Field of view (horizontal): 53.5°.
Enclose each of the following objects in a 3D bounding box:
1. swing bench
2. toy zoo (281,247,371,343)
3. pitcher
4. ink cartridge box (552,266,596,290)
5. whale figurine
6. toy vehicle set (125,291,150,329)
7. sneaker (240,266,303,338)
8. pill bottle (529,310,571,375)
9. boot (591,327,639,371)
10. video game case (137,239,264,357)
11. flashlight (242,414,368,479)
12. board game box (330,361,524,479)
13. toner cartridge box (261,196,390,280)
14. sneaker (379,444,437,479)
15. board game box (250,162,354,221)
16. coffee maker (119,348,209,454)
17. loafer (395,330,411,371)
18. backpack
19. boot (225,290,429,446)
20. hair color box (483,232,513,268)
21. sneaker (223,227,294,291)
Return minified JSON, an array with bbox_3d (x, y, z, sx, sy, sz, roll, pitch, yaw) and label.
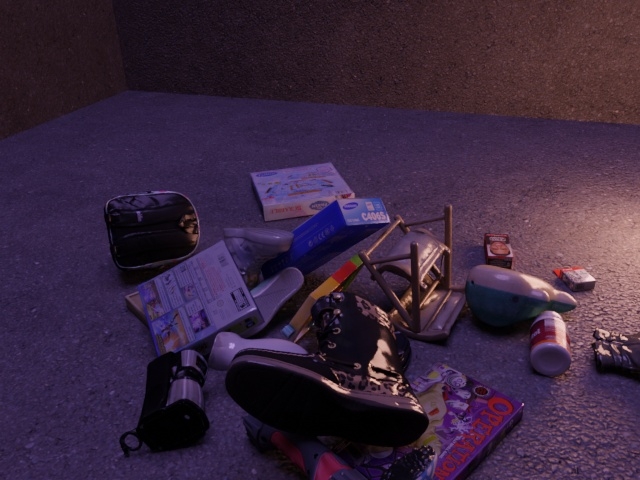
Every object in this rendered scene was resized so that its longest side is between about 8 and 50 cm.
[{"bbox_3d":[0.249,0.081,1.576,0.165,0.255,0.253,-11,18,34],"label":"swing bench"},{"bbox_3d":[0.001,0.148,1.509,0.030,0.192,0.293,40,40,10],"label":"toy zoo"},{"bbox_3d":[-0.110,0.266,1.367,0.207,0.125,0.178,15,-2,20],"label":"pitcher"},{"bbox_3d":[0.686,0.094,1.720,0.062,0.029,0.115,-6,28,-7],"label":"ink cartridge box"},{"bbox_3d":[0.482,0.149,1.550,0.272,0.141,0.216,14,1,-18],"label":"whale figurine"},{"bbox_3d":[-0.360,0.148,1.692,0.267,0.035,0.166,-21,33,-33],"label":"toy vehicle set"},{"bbox_3d":[-0.157,0.171,1.608,0.256,0.094,0.151,-37,-2,-17],"label":"sneaker"},{"bbox_3d":[0.512,0.225,1.419,0.086,0.086,0.152,6,28,16],"label":"pill bottle"},{"bbox_3d":[0.669,0.268,1.351,0.161,0.083,0.246,-2,21,17],"label":"boot"},{"bbox_3d":[-0.292,0.151,1.517,0.244,0.061,0.269,-28,44,-6],"label":"video game case"},{"bbox_3d":[-0.034,0.393,1.134,0.103,0.103,0.304,-20,27,-33],"label":"flashlight"},{"bbox_3d":[0.208,0.369,1.209,0.208,0.056,0.347,26,38,36],"label":"board game box"},{"bbox_3d":[0.000,0.000,1.643,0.165,0.075,0.348,-7,-20,-45],"label":"toner cartridge box"},{"bbox_3d":[0.128,0.434,1.008,0.085,0.086,0.237,-17,27,48],"label":"sneaker"},{"bbox_3d":[-0.073,-0.180,2.276,0.318,0.066,0.318,-8,28,-10],"label":"board game box"},{"bbox_3d":[-0.310,0.315,1.273,0.171,0.120,0.178,-7,27,-7],"label":"coffee maker"},{"bbox_3d":[0.096,0.264,1.363,0.109,0.095,0.302,21,35,39],"label":"loafer"},{"bbox_3d":[-0.482,-0.030,1.842,0.253,0.225,0.191,-11,-2,-15],"label":"backpack"},{"bbox_3d":[0.009,0.217,1.190,0.377,0.138,0.284,16,32,-15],"label":"boot"},{"bbox_3d":[0.516,0.029,1.846,0.072,0.043,0.141,3,28,8],"label":"hair color box"},{"bbox_3d":[-0.159,0.053,1.624,0.108,0.169,0.292,0,2,-33],"label":"sneaker"}]
